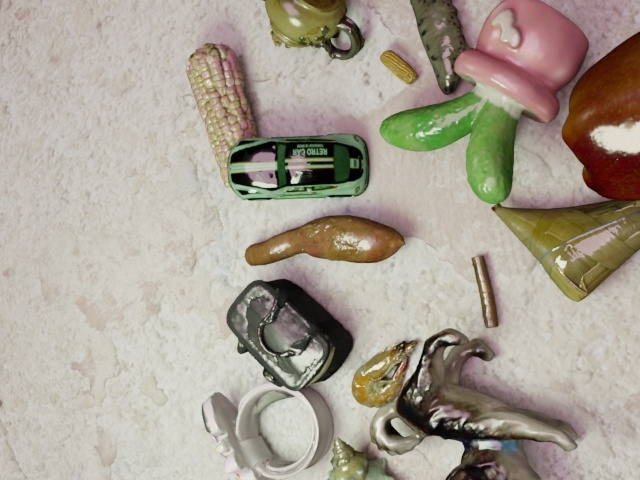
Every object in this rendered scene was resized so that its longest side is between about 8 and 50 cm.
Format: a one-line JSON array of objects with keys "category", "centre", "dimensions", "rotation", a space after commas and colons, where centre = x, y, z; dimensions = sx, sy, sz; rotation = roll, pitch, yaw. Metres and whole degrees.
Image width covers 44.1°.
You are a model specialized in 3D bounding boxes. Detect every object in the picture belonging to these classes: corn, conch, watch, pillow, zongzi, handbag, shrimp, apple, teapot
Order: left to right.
[{"category": "corn", "centre": [-0.204, -0.276, 1.769], "dimensions": [0.126, 0.126, 0.335], "rotation": [-19, 89, 24]}, {"category": "watch", "centre": [-0.111, 0.398, 1.712], "dimensions": [0.231, 0.196, 0.244], "rotation": [-35, 74, 14]}, {"category": "handbag", "centre": [-0.073, 0.200, 1.682], "dimensions": [0.254, 0.181, 0.181], "rotation": [43, 104, 19]}, {"category": "teapot", "centre": [-0.032, -0.470, 1.672], "dimensions": [0.269, 0.173, 0.182], "rotation": [37, 145, -6]}, {"category": "conch", "centre": [0.095, 0.500, 1.668], "dimensions": [0.234, 0.114, 0.137], "rotation": [41, 123, -19]}, {"category": "shrimp", "centre": [0.140, 0.278, 1.670], "dimensions": [0.101, 0.042, 0.190], "rotation": [39, 107, -3]}, {"category": "corn", "centre": [0.163, -0.359, 1.637], "dimensions": [0.092, 0.037, 0.037], "rotation": [46, 109, 18]}, {"category": "pillow", "centre": [0.247, -0.417, 1.589], "dimensions": [0.093, 0.051, 0.241], "rotation": [-21, 82, 23]}, {"category": "zongzi", "centre": [0.477, -0.045, 1.475], "dimensions": [0.228, 0.115, 0.256], "rotation": [-45, 64, 15]}, {"category": "apple", "centre": [0.580, -0.210, 1.326], "dimensions": [0.316, 0.288, 0.288], "rotation": [-24, 82, 36]}]

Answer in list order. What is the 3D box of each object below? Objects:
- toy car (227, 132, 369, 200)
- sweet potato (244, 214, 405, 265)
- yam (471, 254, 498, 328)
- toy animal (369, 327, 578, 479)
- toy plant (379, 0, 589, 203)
[{"category": "toy car", "centre": [-0.048, -0.156, 1.661], "dimensions": [0.305, 0.125, 0.136], "rotation": [-1, 90, 1]}, {"category": "sweet potato", "centre": [0.000, 0.000, 1.691], "dimensions": [0.385, 0.109, 0.109], "rotation": [-2, 91, 30]}, {"category": "yam", "centre": [0.329, 0.102, 1.580], "dimensions": [0.032, 0.032, 0.146], "rotation": [-13, 87, 24]}, {"category": "toy animal", "centre": [0.282, 0.378, 1.530], "dimensions": [0.344, 0.194, 0.303], "rotation": [46, 103, 20]}, {"category": "toy plant", "centre": [0.316, -0.276, 1.484], "dimensions": [0.317, 0.210, 0.356], "rotation": [40, 108, 35]}]
